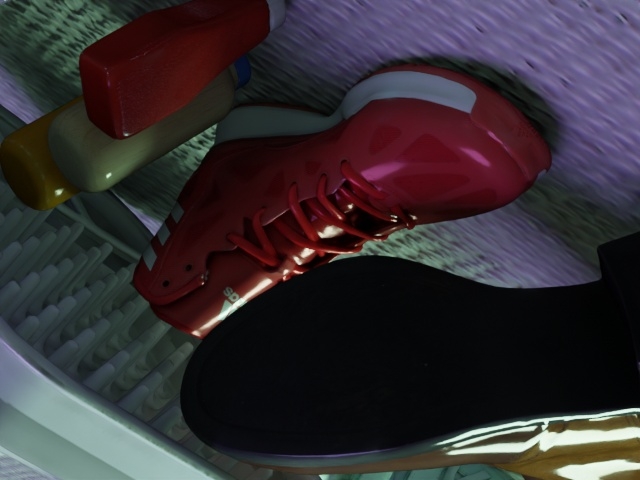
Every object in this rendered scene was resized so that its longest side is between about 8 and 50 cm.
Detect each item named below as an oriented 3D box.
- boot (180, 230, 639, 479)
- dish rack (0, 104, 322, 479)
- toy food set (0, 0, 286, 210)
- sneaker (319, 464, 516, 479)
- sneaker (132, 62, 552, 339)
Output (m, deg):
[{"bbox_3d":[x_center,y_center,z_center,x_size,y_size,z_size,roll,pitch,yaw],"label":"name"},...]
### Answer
[{"bbox_3d":[0.094,0.103,0.820,0.264,0.096,0.280,-17,145,3],"label":"boot"},{"bbox_3d":[-0.137,0.030,0.846,0.285,0.072,0.333,40,-173,-45],"label":"dish rack"},{"bbox_3d":[-0.084,-0.112,0.750,0.111,0.104,0.232,32,142,35],"label":"toy food set"},{"bbox_3d":[0.070,0.139,1.004,0.151,0.094,0.256,16,162,45],"label":"sneaker"},{"bbox_3d":[0.000,0.000,0.780,0.087,0.128,0.221,43,154,-23],"label":"sneaker"}]
